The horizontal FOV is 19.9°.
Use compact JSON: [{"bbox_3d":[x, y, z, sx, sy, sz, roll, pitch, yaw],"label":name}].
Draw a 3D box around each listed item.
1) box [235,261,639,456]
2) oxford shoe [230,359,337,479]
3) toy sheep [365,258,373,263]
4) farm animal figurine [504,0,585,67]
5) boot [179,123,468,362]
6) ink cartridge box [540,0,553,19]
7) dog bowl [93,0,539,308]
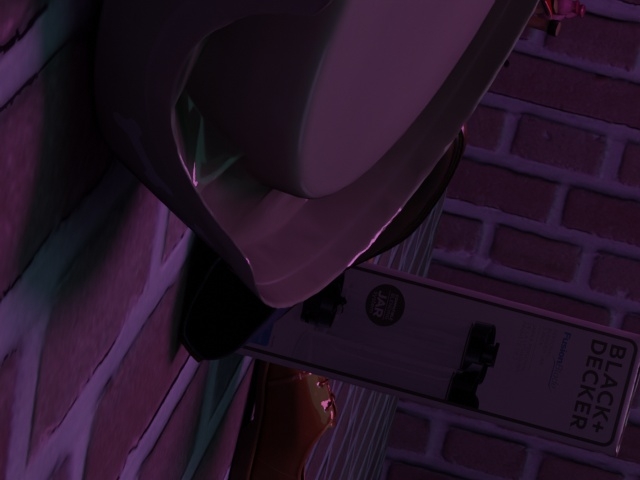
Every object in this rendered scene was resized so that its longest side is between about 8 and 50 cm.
[{"bbox_3d":[0.085,0.075,1.328,0.169,0.290,0.087,34,70,-84],"label":"box"},{"bbox_3d":[-0.017,0.120,1.519,0.076,0.076,0.212,-43,146,-74],"label":"oxford shoe"},{"bbox_3d":[0.026,-0.021,1.511,0.132,0.091,0.091,-123,-139,-59],"label":"toy sheep"},{"bbox_3d":[0.234,-0.419,2.128,0.330,0.172,0.327,-56,149,-48],"label":"farm animal figurine"},{"bbox_3d":[0.000,0.000,1.096,0.219,0.082,0.106,-41,-172,39],"label":"boot"},{"bbox_3d":[0.169,-0.344,1.168,0.272,0.130,0.309,65,21,-44],"label":"ink cartridge box"},{"bbox_3d":[0.027,-0.143,0.817,0.349,0.102,0.349,-55,167,-20],"label":"dog bowl"}]
